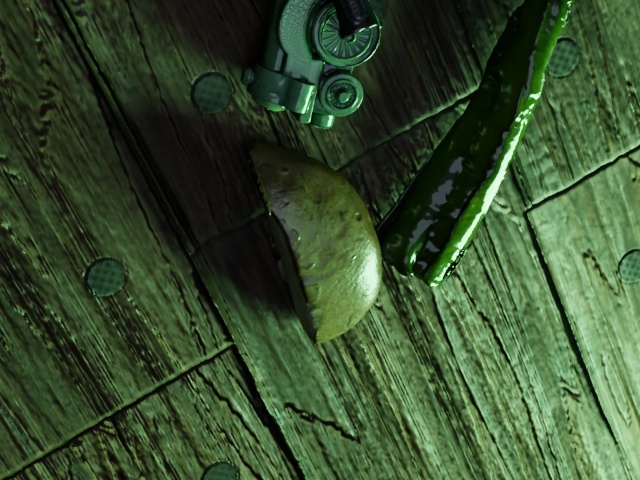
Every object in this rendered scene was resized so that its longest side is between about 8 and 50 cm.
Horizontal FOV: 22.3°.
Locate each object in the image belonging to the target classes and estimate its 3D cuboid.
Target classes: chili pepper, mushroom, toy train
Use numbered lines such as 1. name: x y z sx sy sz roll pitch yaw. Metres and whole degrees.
1. chili pepper: 0.168 -0.121 1.457 0.085 0.076 0.359 32 99 -6
2. mushroom: 0.001 0.000 1.434 0.094 0.072 0.210 -25 121 -16
3. toy train: -0.003 -0.181 1.351 0.104 0.071 0.178 8 109 -18

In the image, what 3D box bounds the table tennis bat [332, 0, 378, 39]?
1. table tennis bat: -0.006 -0.276 1.284 0.150 0.027 0.236 -20 95 -14
